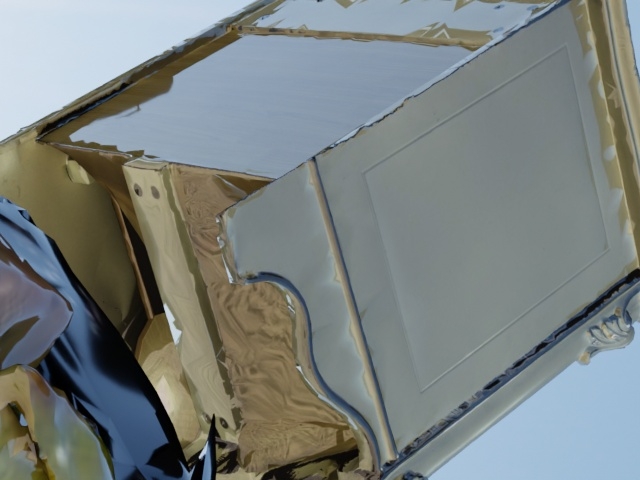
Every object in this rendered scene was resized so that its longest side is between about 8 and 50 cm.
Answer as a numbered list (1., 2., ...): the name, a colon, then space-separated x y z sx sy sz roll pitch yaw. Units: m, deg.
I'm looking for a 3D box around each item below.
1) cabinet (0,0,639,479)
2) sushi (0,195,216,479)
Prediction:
1. cabinet: 0.000 0.000 1.056 0.290 0.318 0.228 11 -55 46
2. sushi: -0.193 0.107 0.391 0.327 0.285 0.329 5 -102 -1
